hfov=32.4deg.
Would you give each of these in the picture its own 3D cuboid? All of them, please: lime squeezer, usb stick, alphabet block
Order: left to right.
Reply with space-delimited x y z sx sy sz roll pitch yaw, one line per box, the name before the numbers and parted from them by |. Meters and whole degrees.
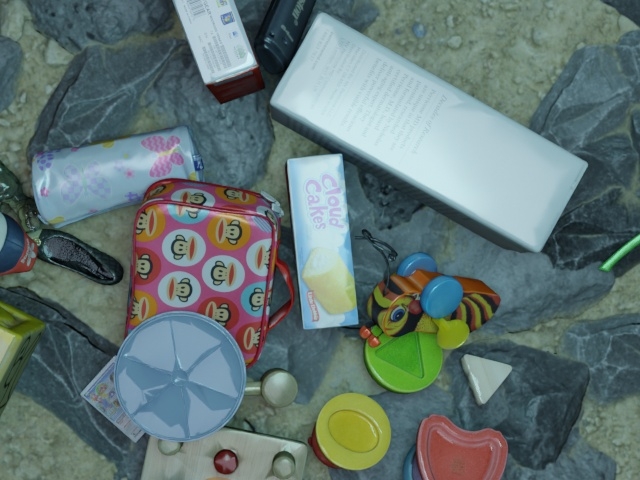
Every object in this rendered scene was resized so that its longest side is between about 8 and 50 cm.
alphabet block | -0.569 0.182 1.711 0.193 0.192 0.197 27 90 -4
usb stick | -0.039 -0.374 1.704 0.045 0.077 0.278 -2 51 29
lime squeezer | 0.554 -0.087 1.810 0.110 0.059 0.310 16 93 28

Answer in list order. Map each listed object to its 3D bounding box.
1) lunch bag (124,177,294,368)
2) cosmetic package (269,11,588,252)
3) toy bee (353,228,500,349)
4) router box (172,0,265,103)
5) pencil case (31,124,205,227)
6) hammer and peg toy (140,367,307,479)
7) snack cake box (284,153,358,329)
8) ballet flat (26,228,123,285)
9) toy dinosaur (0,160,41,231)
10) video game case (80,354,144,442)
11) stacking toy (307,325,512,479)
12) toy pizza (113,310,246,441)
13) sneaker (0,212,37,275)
lunch bag | -0.166 0.059 1.711 0.258 0.120 0.293 9 114 -5
cosmetic package | 0.155 -0.157 1.701 0.453 0.230 0.161 30 90 -3
toy bee | 0.136 0.097 1.731 0.298 0.195 0.162 28 103 -18
router box | -0.182 -0.386 1.649 0.082 0.301 0.335 -20 93 0
pencil case | -0.318 -0.102 1.747 0.273 0.113 0.124 -10 107 -1
hammer and peg toy | -0.162 0.368 1.759 0.266 0.127 0.361 11 88 -2
snack cake box | 0.000 0.000 1.739 0.089 0.152 0.264 -6 92 -1
ballet flat | -0.398 0.023 1.779 0.173 0.049 0.057 21 90 -2
toy dinosaur | -0.556 -0.103 1.770 0.118 0.064 0.268 -36 90 -4
video game case | -0.320 0.260 1.807 0.122 0.011 0.087 42 91 -2
stacking toy | 0.149 0.289 1.800 0.309 0.130 0.279 25 65 -5
toy pizza | -0.213 0.206 1.678 0.201 0.032 0.201 0 94 -1
sneaker | -0.593 0.003 1.723 0.350 0.148 0.131 10 77 30
